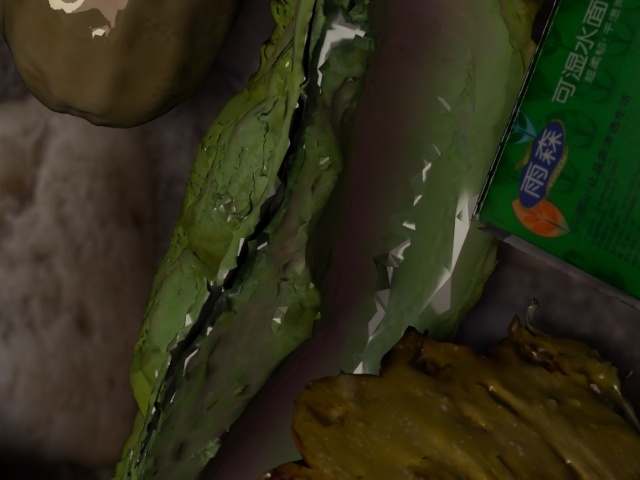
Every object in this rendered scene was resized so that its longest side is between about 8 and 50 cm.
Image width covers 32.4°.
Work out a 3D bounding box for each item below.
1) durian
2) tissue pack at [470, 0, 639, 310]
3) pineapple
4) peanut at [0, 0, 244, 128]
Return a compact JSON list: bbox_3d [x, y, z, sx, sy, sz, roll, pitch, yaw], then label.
[{"bbox_3d":[0.000,0.000,0.509,0.158,0.169,0.352,24,101,9],"label":"durian"},{"bbox_3d":[0.193,-0.072,0.482,0.148,0.156,0.209,31,108,44],"label":"tissue pack"},{"bbox_3d":[0.027,0.214,0.461,0.286,0.344,0.209,0,133,-19],"label":"pineapple"},{"bbox_3d":[-0.077,-0.198,0.523,0.130,0.130,0.290,18,97,10],"label":"peanut"}]
